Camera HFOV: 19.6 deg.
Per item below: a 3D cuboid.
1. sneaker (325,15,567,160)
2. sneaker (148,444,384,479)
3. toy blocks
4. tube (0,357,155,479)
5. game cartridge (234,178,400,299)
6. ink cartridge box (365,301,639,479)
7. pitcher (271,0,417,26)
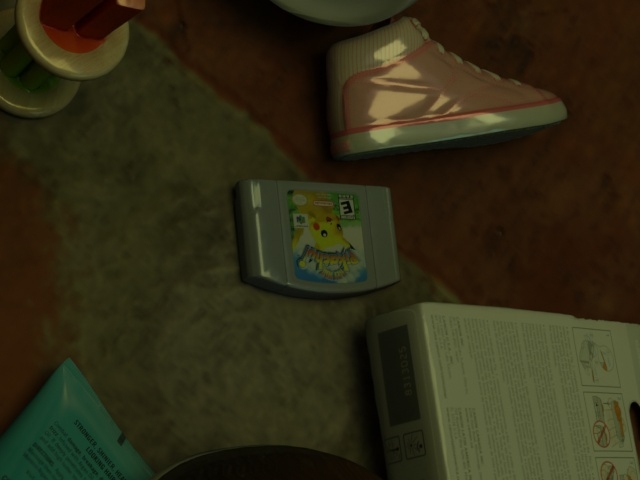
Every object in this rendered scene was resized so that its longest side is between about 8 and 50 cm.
[{"bbox_3d":[0.061,-0.080,0.918,0.134,0.051,0.070,-8,83,-28],"label":"sneaker"},{"bbox_3d":[-0.069,0.176,0.745,0.106,0.123,0.290,39,35,20],"label":"sneaker"},{"bbox_3d":[-0.121,-0.123,0.767,0.123,0.148,0.054,45,58,-10],"label":"toy blocks"},{"bbox_3d":[-0.140,0.138,0.733,0.207,0.052,0.080,-45,108,-38],"label":"tube"},{"bbox_3d":[0.000,0.000,0.878,0.083,0.017,0.056,2,77,-30],"label":"game cartridge"},{"bbox_3d":[0.102,0.106,0.900,0.179,0.045,0.145,9,68,-47],"label":"ink cartridge box"},{"bbox_3d":[-0.003,-0.213,0.896,0.178,0.125,0.207,15,54,-4],"label":"pitcher"}]
